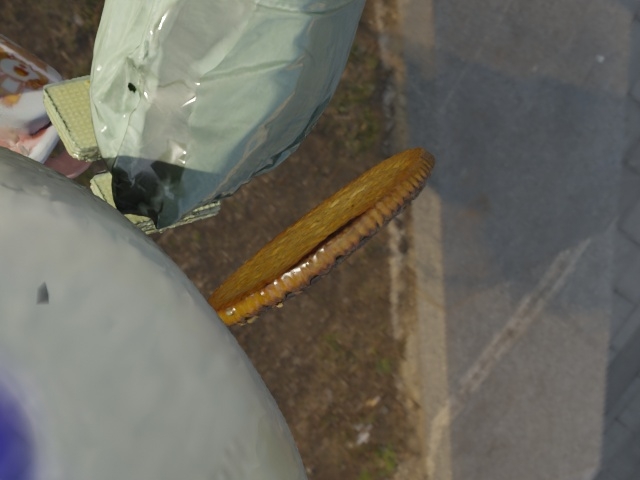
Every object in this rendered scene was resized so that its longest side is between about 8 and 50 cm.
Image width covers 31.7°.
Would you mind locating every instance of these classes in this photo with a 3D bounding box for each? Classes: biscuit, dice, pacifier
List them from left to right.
[{"bbox_3d":[-0.199,0.157,0.489,0.304,0.277,0.304,58,40,-20],"label":"dice"},{"bbox_3d":[-0.484,-0.193,1.642,0.332,0.273,0.220,33,79,-14],"label":"pacifier"},{"bbox_3d":[-0.239,-0.112,1.409,0.147,0.250,0.046,-19,151,-28],"label":"biscuit"},{"bbox_3d":[0.000,0.000,1.198,0.305,0.305,0.038,-38,98,-11],"label":"biscuit"}]

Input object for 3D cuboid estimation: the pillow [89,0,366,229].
[{"bbox_3d":[-0.036,-0.174,0.703,0.283,0.138,0.310,-49,157,-79],"label":"pillow"}]
